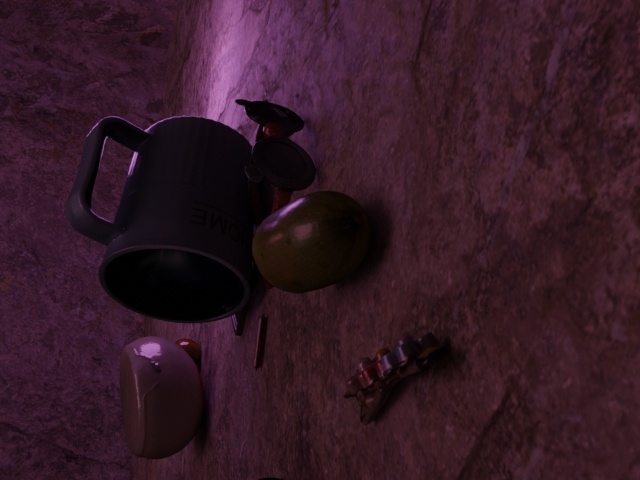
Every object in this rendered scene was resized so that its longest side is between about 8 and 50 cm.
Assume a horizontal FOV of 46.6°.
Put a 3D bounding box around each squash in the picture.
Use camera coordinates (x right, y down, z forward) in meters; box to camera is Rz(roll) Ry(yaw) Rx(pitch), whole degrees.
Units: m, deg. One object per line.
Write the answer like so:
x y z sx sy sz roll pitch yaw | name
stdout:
0.000 0.000 0.887 0.187 0.123 0.123 160 116 -66 | squash

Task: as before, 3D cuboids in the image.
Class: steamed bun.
-0.363 0.361 1.730 0.283 0.177 0.283 177 90 -65 | steamed bun

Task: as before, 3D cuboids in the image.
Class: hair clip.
0.066 0.128 0.731 0.056 0.062 0.214 56 152 17 | hair clip

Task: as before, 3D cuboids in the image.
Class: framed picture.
-0.169 0.053 1.524 0.250 0.016 0.184 -118 39 -61 | framed picture

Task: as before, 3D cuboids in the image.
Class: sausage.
-0.105 0.176 1.285 0.015 0.015 0.100 -174 91 -72 | sausage

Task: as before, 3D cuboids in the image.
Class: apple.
-0.338 0.286 1.866 0.084 0.071 0.084 -171 90 -80 | apple

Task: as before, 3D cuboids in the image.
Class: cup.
-0.280 -0.048 1.376 0.257 0.331 0.311 110 166 -53 | cup

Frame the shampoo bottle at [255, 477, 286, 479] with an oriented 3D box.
-0.087 0.453 0.999 0.101 0.101 0.284 -114 35 -57 | shampoo bottle

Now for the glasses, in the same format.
-0.101 -0.073 1.204 0.234 0.118 0.268 -106 29 -47 | glasses
